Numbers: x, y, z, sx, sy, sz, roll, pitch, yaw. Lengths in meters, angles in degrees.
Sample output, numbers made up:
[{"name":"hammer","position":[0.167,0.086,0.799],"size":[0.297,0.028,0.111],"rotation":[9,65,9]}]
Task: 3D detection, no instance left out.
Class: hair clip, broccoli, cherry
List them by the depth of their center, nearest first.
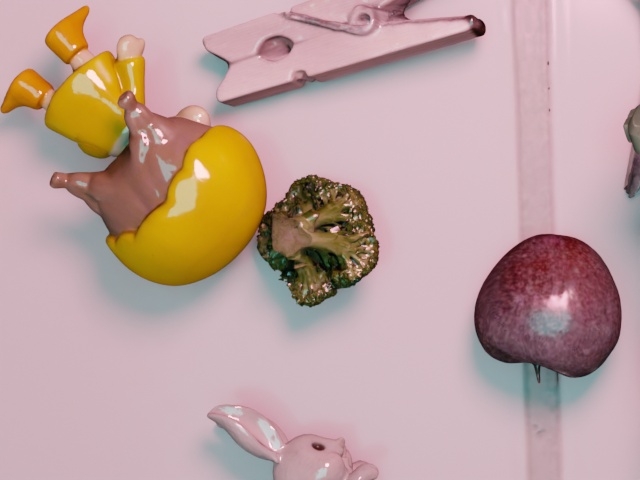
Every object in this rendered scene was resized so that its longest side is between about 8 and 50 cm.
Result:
[{"name":"cherry","position":[0.268,0.077,1.687],"size":[0.176,0.140,0.176],"rotation":[-3,80,16]},{"name":"broccoli","position":[0.000,0.000,1.717],"size":[0.162,0.138,0.146],"rotation":[42,108,24]},{"name":"hair clip","position":[0.027,-0.244,1.732],"size":[0.331,0.085,0.101],"rotation":[-16,88,14]}]

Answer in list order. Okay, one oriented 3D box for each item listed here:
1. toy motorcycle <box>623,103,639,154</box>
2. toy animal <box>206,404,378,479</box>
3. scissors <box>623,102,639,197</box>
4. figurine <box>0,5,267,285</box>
[{"name":"toy motorcycle","position":[0.433,-0.112,1.594],"size":[0.200,0.326,0.191],"rotation":[-11,112,27]},{"name":"toy animal","position":[-0.025,0.257,1.752],"size":[0.131,0.104,0.221],"rotation":[-41,88,9]},{"name":"scissors","position":[0.403,-0.222,1.691],"size":[0.191,0.029,0.360],"rotation":[8,101,-18]},{"name":"figurine","position":[-0.219,-0.101,1.727],"size":[0.343,0.187,0.215],"rotation":[43,124,8]}]
